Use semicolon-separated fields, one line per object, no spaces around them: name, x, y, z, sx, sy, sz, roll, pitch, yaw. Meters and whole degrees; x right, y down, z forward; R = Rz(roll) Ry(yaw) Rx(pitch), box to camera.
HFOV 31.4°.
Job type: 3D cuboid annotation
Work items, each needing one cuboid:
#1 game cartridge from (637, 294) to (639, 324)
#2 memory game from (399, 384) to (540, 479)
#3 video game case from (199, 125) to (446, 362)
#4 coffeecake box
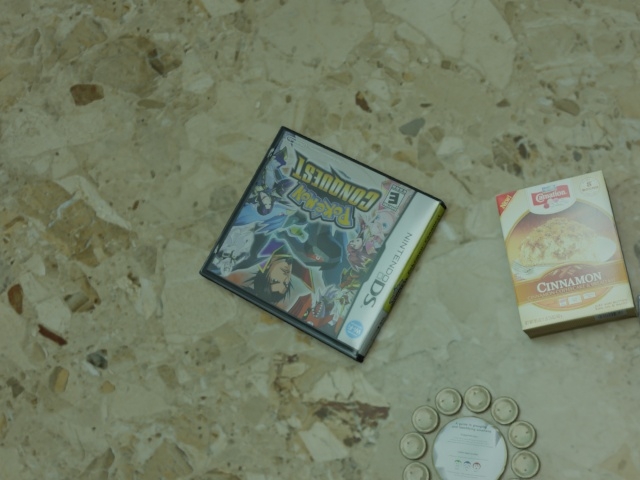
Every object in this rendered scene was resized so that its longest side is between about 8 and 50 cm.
game cartridge;0.446;0.093;1.440;0.083;0.017;0.056;-4;71;17
memory game;0.192;0.278;1.473;0.186;0.012;0.186;-5;74;17
video game case;0.000;0.000;1.600;0.275;0.035;0.248;27;85;22
coffeecake box;0.317;0.019;1.473;0.142;0.068;0.185;-14;71;15
